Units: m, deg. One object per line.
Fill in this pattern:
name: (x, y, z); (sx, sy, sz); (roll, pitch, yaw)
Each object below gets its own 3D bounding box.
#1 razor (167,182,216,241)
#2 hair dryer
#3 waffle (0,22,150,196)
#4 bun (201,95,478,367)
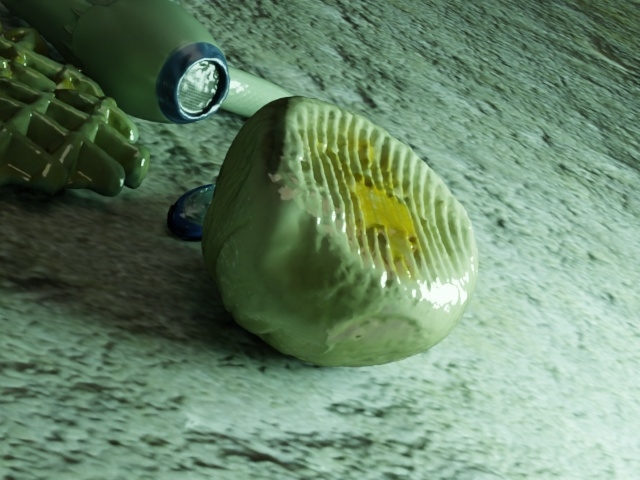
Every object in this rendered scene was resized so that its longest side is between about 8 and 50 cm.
razor: (-0.039, -0.059, 1.744); (0.093, 0.056, 0.324); (44, 28, 10)
hair dryer: (-0.168, -0.182, 1.880); (0.296, 0.119, 0.298); (30, 6, 22)
waffle: (-0.294, -0.122, 1.631); (0.309, 0.056, 0.292); (7, 28, -40)
bun: (0.000, 0.000, 1.540); (0.244, 0.153, 0.244); (35, 29, -22)
